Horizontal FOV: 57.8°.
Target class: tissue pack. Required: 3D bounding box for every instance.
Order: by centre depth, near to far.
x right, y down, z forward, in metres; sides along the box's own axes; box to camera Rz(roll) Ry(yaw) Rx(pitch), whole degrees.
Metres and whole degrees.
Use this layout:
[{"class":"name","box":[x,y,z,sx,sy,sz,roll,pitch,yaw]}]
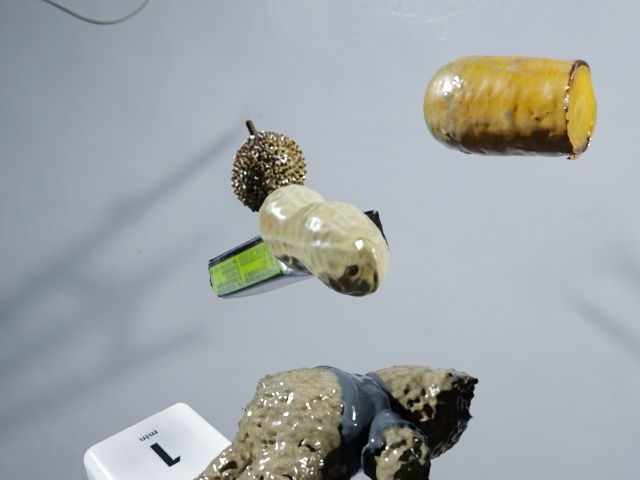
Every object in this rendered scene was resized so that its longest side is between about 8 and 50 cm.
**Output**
[{"class":"tissue pack","box":[-0.068,0.040,1.380,0.394,0.287,0.124,-23,81,58]}]

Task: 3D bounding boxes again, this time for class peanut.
[{"class":"peanut","box":[0.000,0.000,0.869,0.120,0.298,0.136,-31,117,-18]}]

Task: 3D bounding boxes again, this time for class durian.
[{"class":"durian","box":[-0.102,-0.126,1.046,0.148,0.091,0.189,-14,109,8]}]

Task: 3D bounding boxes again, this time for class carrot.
[{"class":"carrot","box":[0.398,-0.290,1.247,0.340,0.224,0.224,10,107,42]}]

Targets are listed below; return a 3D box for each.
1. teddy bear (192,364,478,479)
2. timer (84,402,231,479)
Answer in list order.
[{"class":"teddy bear","box":[0.001,0.150,0.414,0.251,0.182,0.129,-22,99,-28]},{"class":"timer","box":[-0.246,0.419,0.952,0.195,0.194,0.193,17,120,45]}]
